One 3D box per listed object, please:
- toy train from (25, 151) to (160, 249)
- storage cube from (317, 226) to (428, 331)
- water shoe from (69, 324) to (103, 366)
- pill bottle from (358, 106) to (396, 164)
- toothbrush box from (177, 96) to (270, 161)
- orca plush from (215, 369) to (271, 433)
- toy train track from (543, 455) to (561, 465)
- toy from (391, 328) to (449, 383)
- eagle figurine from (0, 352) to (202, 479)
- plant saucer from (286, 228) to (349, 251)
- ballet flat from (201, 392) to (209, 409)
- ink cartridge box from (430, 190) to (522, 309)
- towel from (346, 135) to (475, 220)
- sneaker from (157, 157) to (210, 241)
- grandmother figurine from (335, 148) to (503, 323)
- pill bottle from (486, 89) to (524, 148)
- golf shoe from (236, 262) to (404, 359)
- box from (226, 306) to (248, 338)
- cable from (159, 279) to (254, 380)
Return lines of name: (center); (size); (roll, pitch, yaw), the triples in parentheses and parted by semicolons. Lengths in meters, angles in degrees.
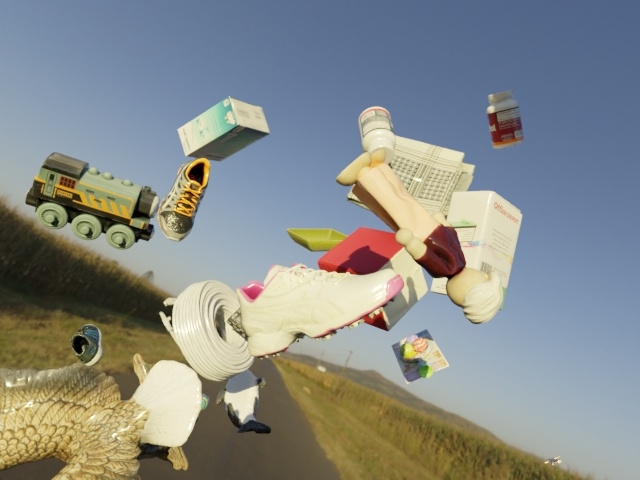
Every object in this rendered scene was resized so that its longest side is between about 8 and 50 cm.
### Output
toy train: (-0.614, -0.105, 1.196); (0.334, 0.190, 0.142); (20, 24, -19)
storage cube: (0.142, 0.097, 1.170); (0.193, 0.215, 0.183); (13, -49, 46)
water shoe: (-0.722, 0.302, 1.339); (0.203, 0.073, 0.080); (29, -24, 48)
pill bottle: (0.178, -0.321, 1.359); (0.108, 0.180, 0.108); (-2, -37, -2)
toothbrush box: (-0.394, -0.445, 1.788); (0.296, 0.126, 0.216); (-22, -7, 28)
orca plush: (-0.199, 0.477, 1.244); (0.287, 0.151, 0.102); (17, -49, 59)
toy train track: (0.644, 0.608, 1.198); (0.083, 0.048, 0.014); (68, -2, -65)
toy: (0.303, 0.348, 1.389); (0.237, 0.137, 0.056); (-102, 166, -72)
eagle figurine: (-0.299, 0.257, 0.508); (0.226, 0.225, 0.298); (5, 2, 38)
plant saucer: (0.000, 0.000, 1.492); (0.188, 0.045, 0.188); (0, 14, -28)
ballet flat: (-0.482, 0.561, 1.540); (0.189, 0.070, 0.070); (8, -20, 8)
ink cartridge box: (0.421, 0.028, 1.167); (0.201, 0.278, 0.117); (20, -8, -43)
towel: (0.286, -0.186, 1.349); (0.324, 0.312, 0.056); (24, -28, 18)
sneaker: (-0.307, -0.101, 0.998); (0.084, 0.214, 0.083); (22, -26, -32)
grandmother figurine: (0.183, -0.005, 0.756); (0.342, 0.208, 0.104); (51, -47, 9)
pill bottle: (0.524, -0.345, 1.244); (0.086, 0.086, 0.151); (1, -71, 54)
golf shoe: (-0.019, 0.090, 0.700); (0.306, 0.140, 0.115); (-25, -3, 27)
box: (-0.187, 0.199, 1.110); (0.067, 0.083, 0.018); (39, -47, 6)
cable: (-0.260, 0.221, 1.107); (0.257, 0.089, 0.257); (62, 19, -4)
